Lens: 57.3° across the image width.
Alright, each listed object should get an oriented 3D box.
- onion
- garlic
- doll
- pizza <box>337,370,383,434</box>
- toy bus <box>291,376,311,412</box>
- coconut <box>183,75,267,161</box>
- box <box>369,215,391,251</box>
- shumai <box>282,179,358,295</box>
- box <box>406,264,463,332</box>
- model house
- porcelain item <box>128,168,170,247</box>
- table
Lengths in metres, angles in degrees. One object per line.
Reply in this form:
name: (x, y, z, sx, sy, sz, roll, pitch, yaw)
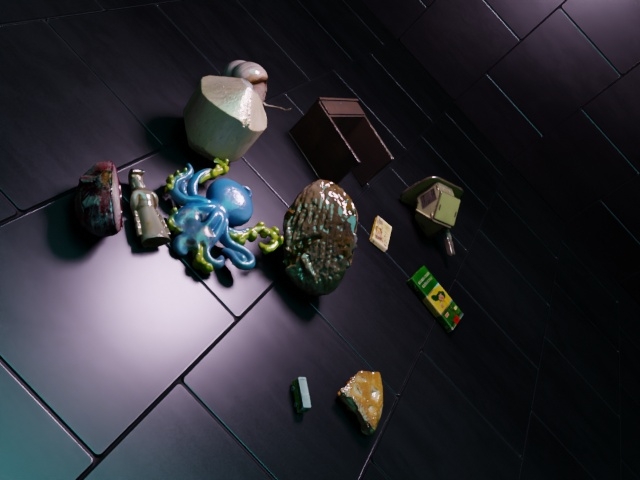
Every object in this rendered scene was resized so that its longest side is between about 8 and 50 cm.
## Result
onion: (-0.520, -0.086, 1.370, 0.099, 0.151, 0.205, -7, 44, -11)
garlic: (-0.241, -0.477, 1.968, 0.257, 0.207, 0.207, 41, 36, -9)
doll: (-0.285, -0.057, 1.607, 0.346, 0.099, 0.341, 44, 48, 2)
pizza: (0.107, 0.430, 1.586, 0.161, 0.062, 0.182, 31, 43, -33)
toy bus: (-0.048, 0.389, 1.472, 0.031, 0.037, 0.083, 15, 48, -37)
coconut: (-0.280, -0.373, 1.744, 0.239, 0.244, 0.239, 28, 33, -21)
box: (0.222, -0.025, 2.153, 0.073, 0.020, 0.149, 38, 37, -15)
shumai: (-0.001, 0.000, 1.781, 0.217, 0.283, 0.345, 0, 82, 0)
box: (0.418, 0.210, 2.129, 0.235, 0.034, 0.132, 51, 35, 3)
model house: (0.461, -0.081, 2.326, 0.218, 0.205, 0.278, 19, 52, -33)
porcelain item: (-0.446, -0.085, 1.478, 0.084, 0.054, 0.213, 2, 57, -49)
table: (0.082, -0.355, 2.163, 0.251, 0.196, 0.282, -14, 69, -52)
